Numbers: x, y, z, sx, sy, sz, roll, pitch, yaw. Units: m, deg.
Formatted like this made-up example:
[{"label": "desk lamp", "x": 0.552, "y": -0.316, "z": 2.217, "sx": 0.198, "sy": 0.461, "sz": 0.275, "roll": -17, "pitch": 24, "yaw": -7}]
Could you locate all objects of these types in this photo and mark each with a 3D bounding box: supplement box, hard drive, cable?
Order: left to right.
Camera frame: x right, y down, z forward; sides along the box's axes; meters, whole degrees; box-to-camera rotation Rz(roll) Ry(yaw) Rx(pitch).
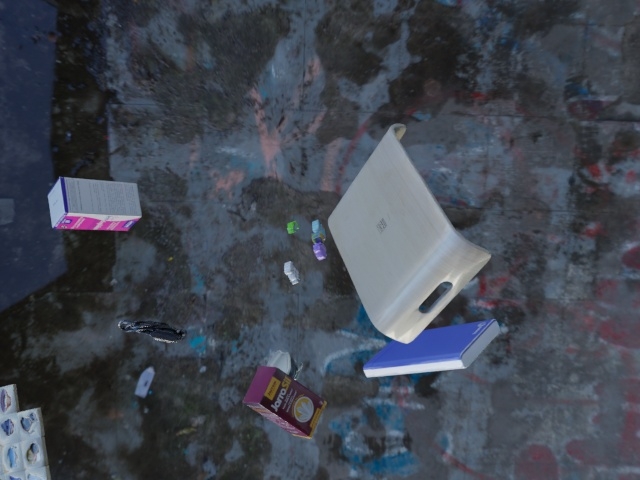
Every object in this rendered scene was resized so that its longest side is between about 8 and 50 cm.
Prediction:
[{"label": "supplement box", "x": -0.637, "y": -0.100, "z": 1.764, "sx": 0.220, "sy": 0.111, "sz": 0.113, "roll": 0, "pitch": 68, "yaw": -41}, {"label": "cable", "x": -0.460, "y": 0.239, "z": 1.708, "sx": 0.185, "sy": 0.150, "sz": 0.047, "roll": 12, "pitch": 89, "yaw": -15}, {"label": "supplement box", "x": -0.089, "y": 0.407, "z": 1.569, "sx": 0.188, "sy": 0.081, "sz": 0.104, "roll": 41, "pitch": 59, "yaw": -27}, {"label": "hard drive", "x": 0.293, "y": 0.291, "z": 1.670, "sx": 0.319, "sy": 0.210, "sz": 0.040, "roll": -18, "pitch": 98, "yaw": 44}]

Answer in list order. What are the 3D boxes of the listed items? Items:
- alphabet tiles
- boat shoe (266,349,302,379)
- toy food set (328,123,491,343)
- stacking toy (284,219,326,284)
[{"label": "alphabet tiles", "x": -0.695, "y": 0.459, "z": 1.288, "sx": 0.343, "sy": 0.011, "sz": 0.285, "roll": -16, "pitch": 80, "yaw": 21}, {"label": "boat shoe", "x": -0.105, "y": 0.395, "z": 1.887, "sx": 0.079, "sy": 0.254, "sz": 0.095, "roll": 38, "pitch": 77, "yaw": -9}, {"label": "toy food set", "x": 0.135, "y": -0.017, "z": 1.036, "sx": 0.092, "sy": 0.306, "sz": 0.219, "roll": 9, "pitch": 132, "yaw": -34}, {"label": "stacking toy", "x": 0.000, "y": 0.000, "z": 1.516, "sx": 0.167, "sy": 0.221, "sz": 0.052, "roll": -21, "pitch": 127, "yaw": 16}]
